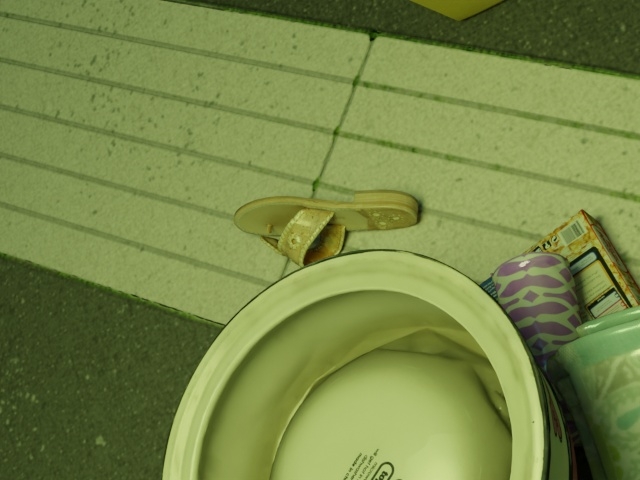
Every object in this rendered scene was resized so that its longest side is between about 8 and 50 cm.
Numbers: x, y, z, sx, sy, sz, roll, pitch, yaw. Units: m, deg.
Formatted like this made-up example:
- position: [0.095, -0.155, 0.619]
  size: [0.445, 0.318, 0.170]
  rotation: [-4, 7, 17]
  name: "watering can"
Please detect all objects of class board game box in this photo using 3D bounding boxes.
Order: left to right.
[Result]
- position: [0.265, 0.086, 1.759]
  size: [0.147, 0.045, 0.193]
  rotation: [-37, 55, 17]
  name: "board game box"

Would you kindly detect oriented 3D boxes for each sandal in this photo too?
- position: [-0.003, -0.003, 1.956]
  size: [0.240, 0.088, 0.079]
  rotation: [-6, 62, 28]
  name: "sandal"

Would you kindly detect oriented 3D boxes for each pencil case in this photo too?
- position: [0.223, 0.114, 1.698]
  size: [0.088, 0.086, 0.206]
  rotation: [-35, 51, 48]
  name: "pencil case"

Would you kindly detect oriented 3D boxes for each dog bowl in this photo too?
- position: [0.055, 0.222, 1.563]
  size: [0.408, 0.150, 0.408]
  rotation: [-14, 64, 30]
  name: "dog bowl"

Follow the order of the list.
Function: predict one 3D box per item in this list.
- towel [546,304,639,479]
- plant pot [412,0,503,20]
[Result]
- position: [0.416, 0.187, 1.518]
  size: [0.374, 0.090, 0.320]
  rotation: [-20, 90, 30]
  name: "towel"
- position: [0.151, -0.377, 1.938]
  size: [0.187, 0.212, 0.212]
  rotation: [-46, 51, 27]
  name: "plant pot"
